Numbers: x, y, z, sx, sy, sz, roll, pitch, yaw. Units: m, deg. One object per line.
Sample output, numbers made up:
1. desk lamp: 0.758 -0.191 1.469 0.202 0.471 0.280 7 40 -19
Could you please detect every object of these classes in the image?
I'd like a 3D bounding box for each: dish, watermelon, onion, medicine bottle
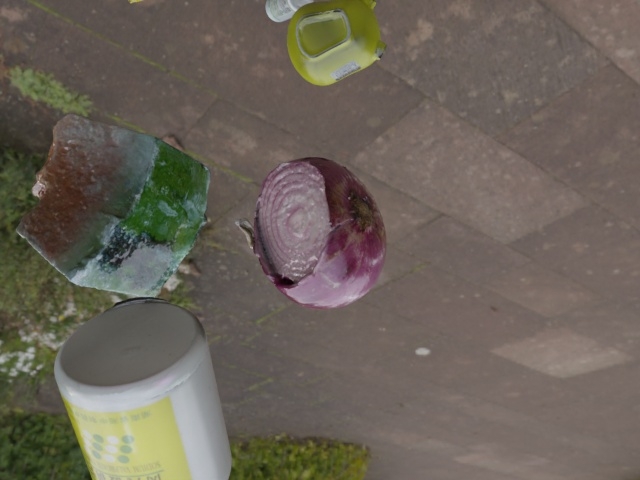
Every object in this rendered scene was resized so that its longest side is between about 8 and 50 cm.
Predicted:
1. dish: 0.025 -0.529 1.616 0.263 0.220 0.108 -12 -176 18
2. watermelon: -0.353 -0.060 1.029 0.302 0.264 0.151 24 174 0
3. onion: 0.010 -0.007 0.883 0.201 0.207 0.200 -19 136 -19
4. medicine bottle: -0.168 0.202 0.643 0.144 0.143 0.257 -1 121 8
5. medicine bottle: -0.094 -0.712 1.873 0.086 0.086 0.183 23 179 -28

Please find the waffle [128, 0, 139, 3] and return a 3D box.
1. waffle: -0.523 -0.773 1.696 0.055 0.210 0.160 -22 -170 -22
